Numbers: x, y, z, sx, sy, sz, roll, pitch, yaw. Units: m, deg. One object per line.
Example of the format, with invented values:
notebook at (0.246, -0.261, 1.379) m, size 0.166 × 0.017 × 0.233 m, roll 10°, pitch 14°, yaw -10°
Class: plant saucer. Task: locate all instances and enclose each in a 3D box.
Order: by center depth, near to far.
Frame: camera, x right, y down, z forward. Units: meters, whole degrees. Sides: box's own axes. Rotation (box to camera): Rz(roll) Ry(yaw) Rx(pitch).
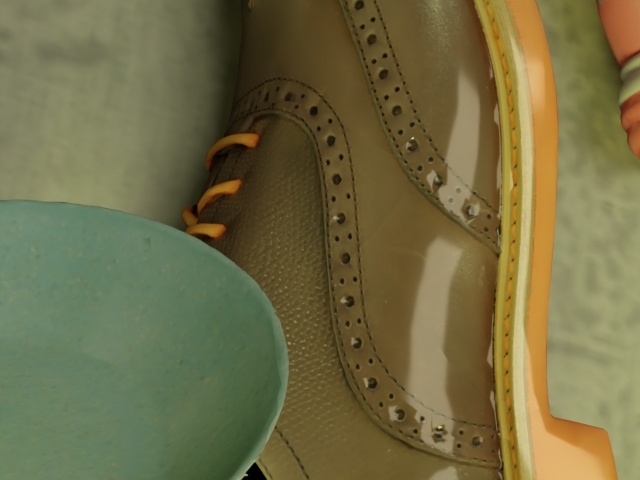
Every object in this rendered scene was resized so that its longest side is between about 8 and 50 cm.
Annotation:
plant saucer at (-0.104, 0.054, 0.552) m, size 0.195 × 0.195 × 0.037 m, roll -25°, pitch 127°, yaw -30°

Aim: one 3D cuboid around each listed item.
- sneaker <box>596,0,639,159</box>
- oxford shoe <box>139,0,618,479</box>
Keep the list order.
sneaker at (0.231, -0.139, 0.790) m, size 0.314 × 0.116 × 0.136 m, roll -22°, pitch 87°, yaw -30°
oxford shoe at (0.000, 0.000, 0.630) m, size 0.133 × 0.130 × 0.363 m, roll -7°, pitch 75°, yaw -16°
